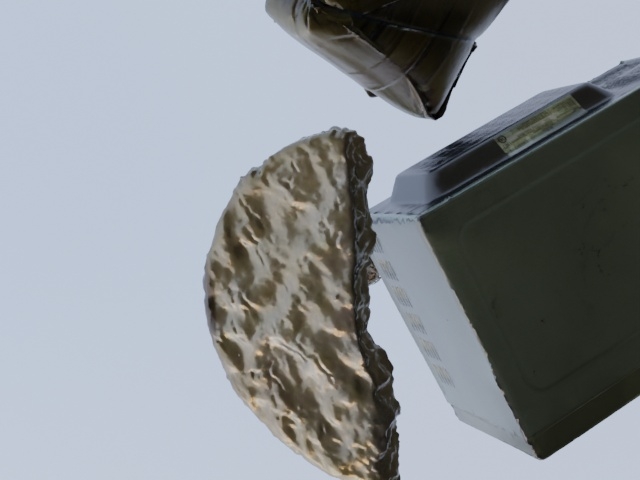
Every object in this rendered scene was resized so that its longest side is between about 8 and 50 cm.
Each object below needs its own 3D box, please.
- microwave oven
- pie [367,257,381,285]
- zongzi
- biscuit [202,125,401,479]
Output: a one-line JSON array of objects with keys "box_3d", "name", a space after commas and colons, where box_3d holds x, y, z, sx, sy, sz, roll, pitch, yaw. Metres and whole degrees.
[{"box_3d": [0.254, -0.002, 1.124, 0.355, 0.218, 0.286, -31, -81, -12], "name": "microwave oven"}, {"box_3d": [0.000, 0.000, 1.349, 0.194, 0.163, 0.079, 2, -118, 2], "name": "pie"}, {"box_3d": [0.102, -0.294, 1.187, 0.260, 0.123, 0.289, 28, -83, -47], "name": "zongzi"}, {"box_3d": [-0.018, 0.047, 0.762, 0.032, 0.133, 0.250, -34, -59, -57], "name": "biscuit"}]
